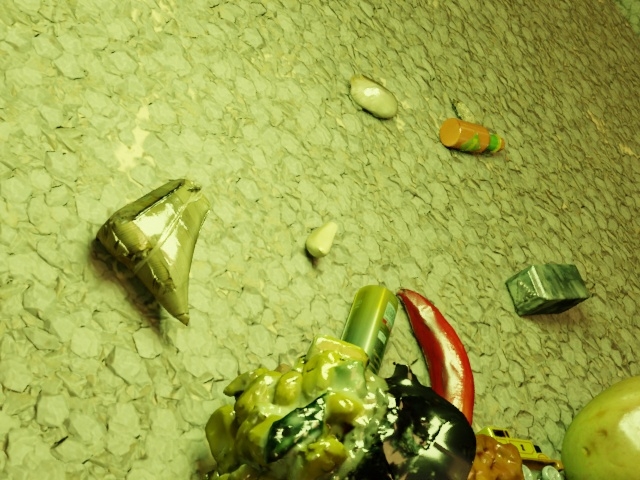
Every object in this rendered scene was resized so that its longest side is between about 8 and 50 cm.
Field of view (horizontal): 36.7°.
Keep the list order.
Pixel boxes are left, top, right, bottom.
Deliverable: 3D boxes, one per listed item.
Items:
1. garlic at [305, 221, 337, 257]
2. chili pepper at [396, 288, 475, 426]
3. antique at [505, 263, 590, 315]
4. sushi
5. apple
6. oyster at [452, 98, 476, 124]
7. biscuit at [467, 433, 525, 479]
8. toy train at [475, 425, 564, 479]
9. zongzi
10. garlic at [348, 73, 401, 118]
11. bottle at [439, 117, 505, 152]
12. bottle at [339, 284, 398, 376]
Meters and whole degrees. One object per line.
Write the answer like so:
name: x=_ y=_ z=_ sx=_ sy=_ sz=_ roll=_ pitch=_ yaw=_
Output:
garlic: x=0.001 y=0.000 z=1.725 sx=0.041 sy=0.053 sz=0.083 roll=42 pitch=47 yaw=-16
chili pepper: x=0.209 y=0.256 z=1.734 sx=0.137 sy=0.092 sz=0.368 roll=5 pitch=50 yaw=-8
antique: x=0.490 y=0.107 z=2.098 sx=0.183 sy=0.088 sz=0.086 roll=2 pitch=60 yaw=-44
sushi: x=0.011 y=0.292 z=1.319 sx=0.285 sy=0.328 sz=0.328 roll=45 pitch=52 yaw=-13
apple: x=0.639 y=0.429 z=1.857 sx=0.338 sy=0.305 sz=0.338 roll=41 pitch=33 yaw=-34
oyster: x=0.339 y=-0.304 z=2.302 sx=0.054 sy=0.019 sz=0.083 roll=-28 pitch=86 yaw=-49
biscuit: x=0.238 y=0.488 z=1.538 sx=0.318 sy=0.110 sz=0.312 roll=-13 pitch=81 yaw=-45
toy train: x=0.350 y=0.407 z=1.749 sx=0.219 sy=0.089 sz=0.127 roll=14 pitch=43 yaw=-37
zongzi: x=-0.216 y=0.013 z=1.467 sx=0.197 sy=0.099 sz=0.194 roll=50 pitch=46 yaw=-1
garlic: x=0.125 y=-0.303 z=2.054 sx=0.152 sy=0.066 sz=0.084 roll=33 pitch=42 yaw=-20
bottle: x=0.359 y=-0.237 z=2.233 sx=0.187 sy=0.069 sz=0.069 roll=5 pitch=59 yaw=-41
bottle: x=0.065 y=0.199 z=1.622 sx=0.082 sy=0.082 sz=0.286 roll=39 pitch=41 yaw=-16
